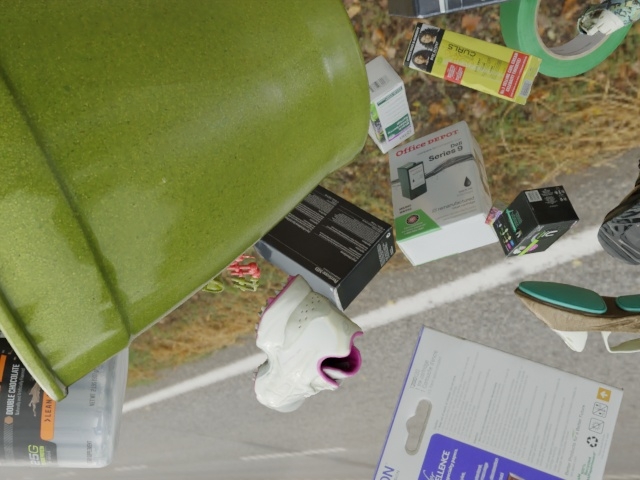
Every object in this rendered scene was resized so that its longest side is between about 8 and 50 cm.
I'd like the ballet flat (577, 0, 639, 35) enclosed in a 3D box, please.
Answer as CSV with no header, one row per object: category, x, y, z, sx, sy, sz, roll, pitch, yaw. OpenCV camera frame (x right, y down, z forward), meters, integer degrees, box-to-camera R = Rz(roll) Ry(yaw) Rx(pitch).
ballet flat,0.544,-0.419,1.257,0.070,0.070,0.188,10,-169,-2

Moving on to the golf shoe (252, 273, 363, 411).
golf shoe,-0.018,0.180,0.937,0.140,0.115,0.306,27,146,16

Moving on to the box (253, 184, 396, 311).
box,0.000,0.000,1.402,0.261,0.184,0.103,32,155,30

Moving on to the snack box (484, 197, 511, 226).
snack box,0.349,-0.035,1.172,0.100,0.037,0.141,23,-164,14

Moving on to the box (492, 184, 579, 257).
box,0.264,-0.023,0.820,0.062,0.052,0.083,-8,153,-18

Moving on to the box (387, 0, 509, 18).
box,0.322,-0.639,1.048,0.479,0.297,0.472,-12,111,1

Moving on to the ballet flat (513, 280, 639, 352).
ballet flat,0.542,0.154,1.264,0.342,0.116,0.124,3,111,6

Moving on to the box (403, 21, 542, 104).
box,0.267,-0.318,1.183,0.232,0.087,0.058,29,-159,30

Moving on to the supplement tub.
supplement tub,-0.447,0.203,0.913,0.337,0.207,0.207,5,157,-12

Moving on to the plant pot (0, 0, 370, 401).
plant pot,-0.158,-0.109,0.597,0.353,0.367,0.366,-29,165,-21

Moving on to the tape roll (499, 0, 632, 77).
tape roll,0.557,-0.529,1.466,0.321,0.077,0.321,-11,125,-16

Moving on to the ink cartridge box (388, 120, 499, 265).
ink cartridge box,0.281,-0.112,1.555,0.211,0.289,0.121,-20,140,23

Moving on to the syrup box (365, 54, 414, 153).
syrup box,0.143,-0.307,1.522,0.093,0.096,0.237,-33,155,1

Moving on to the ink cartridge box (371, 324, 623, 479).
ink cartridge box,0.171,0.213,0.665,0.208,0.206,0.045,17,165,16

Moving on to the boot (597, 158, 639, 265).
boot,0.408,-0.094,0.669,0.094,0.207,0.246,41,151,-2

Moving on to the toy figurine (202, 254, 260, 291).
toy figurine,-0.239,-0.017,1.536,0.191,0.217,0.362,-3,164,-2
